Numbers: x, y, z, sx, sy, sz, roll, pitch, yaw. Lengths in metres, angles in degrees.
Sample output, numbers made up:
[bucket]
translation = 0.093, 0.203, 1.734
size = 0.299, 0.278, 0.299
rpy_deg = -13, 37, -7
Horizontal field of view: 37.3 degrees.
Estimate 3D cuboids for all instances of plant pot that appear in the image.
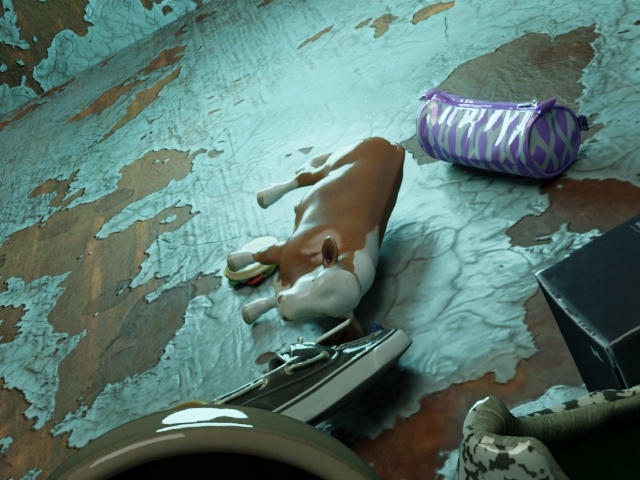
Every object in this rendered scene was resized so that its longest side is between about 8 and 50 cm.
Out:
[plant pot]
translation = -0.065, 0.215, 0.624
size = 0.263, 0.263, 0.229
rpy_deg = -30, 8, 0

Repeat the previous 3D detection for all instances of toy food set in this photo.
[toy food set]
translation = -0.080, 0.025, 1.158
size = 0.083, 0.020, 0.082
rpy_deg = -34, 28, -10

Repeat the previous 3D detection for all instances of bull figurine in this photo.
[bull figurine]
translation = 0.000, 0.000, 1.036
size = 0.188, 0.101, 0.310
rpy_deg = -12, 32, 34

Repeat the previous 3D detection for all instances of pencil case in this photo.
[pencil case]
translation = 0.195, -0.123, 1.072
size = 0.086, 0.088, 0.206
rpy_deg = -39, 28, -22

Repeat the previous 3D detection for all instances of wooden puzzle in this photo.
[wooden puzzle]
translation = 0.009, 0.109, 0.885
size = 0.116, 0.078, 0.014
rpy_deg = -36, 53, 3

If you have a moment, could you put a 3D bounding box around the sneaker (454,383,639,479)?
[sneaker]
translation = 0.232, 0.108, 0.468
size = 0.410, 0.182, 0.158
rpy_deg = -14, 31, -19

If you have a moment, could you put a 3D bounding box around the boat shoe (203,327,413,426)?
[boat shoe]
translation = -0.011, 0.119, 0.813
size = 0.219, 0.070, 0.078
rpy_deg = -27, -19, -36

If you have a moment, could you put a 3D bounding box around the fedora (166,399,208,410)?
[fedora]
translation = -0.114, 0.201, 0.831
size = 0.194, 0.079, 0.194
rpy_deg = -23, 29, 13

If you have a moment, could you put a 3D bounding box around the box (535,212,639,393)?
[box]
translation = 0.274, 0.050, 0.632
size = 0.207, 0.153, 0.108
rpy_deg = -29, 27, 0
